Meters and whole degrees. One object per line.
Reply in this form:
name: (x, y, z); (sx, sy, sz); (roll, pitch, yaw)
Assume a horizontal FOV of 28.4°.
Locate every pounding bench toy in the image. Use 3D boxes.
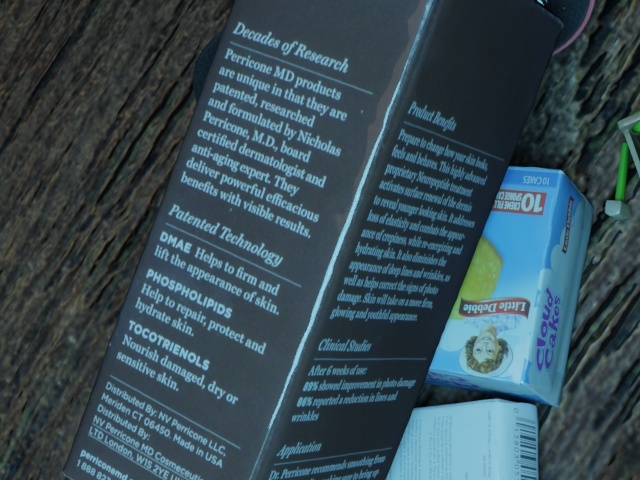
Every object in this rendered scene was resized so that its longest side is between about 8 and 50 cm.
pounding bench toy: (0.232, -0.058, 0.889); (0.083, 0.052, 0.065); (-24, 64, 20)

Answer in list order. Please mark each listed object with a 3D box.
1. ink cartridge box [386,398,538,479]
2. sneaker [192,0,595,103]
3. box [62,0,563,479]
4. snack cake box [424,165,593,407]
ink cartridge box: (0.054, 0.214, 0.910); (0.224, 0.056, 0.181); (-15, 67, 43)
sneaker: (0.059, -0.142, 0.965); (0.313, 0.136, 0.116); (-14, 94, 16)
box: (0.000, 0.000, 0.796); (0.143, 0.191, 0.382); (26, 97, 28)
snack cake box: (0.054, 0.023, 0.936); (0.264, 0.089, 0.152); (6, 76, 29)
